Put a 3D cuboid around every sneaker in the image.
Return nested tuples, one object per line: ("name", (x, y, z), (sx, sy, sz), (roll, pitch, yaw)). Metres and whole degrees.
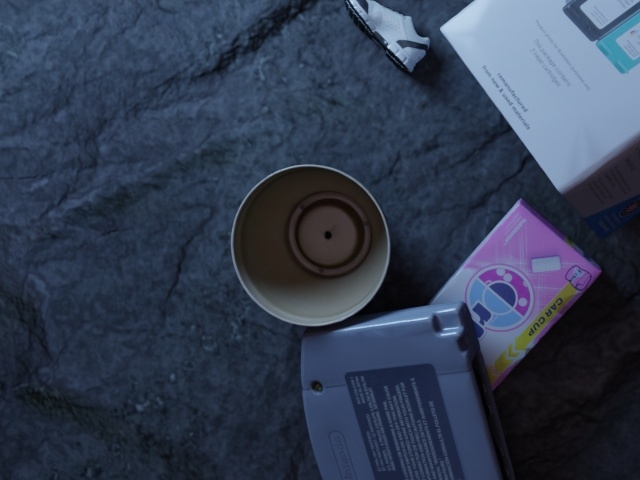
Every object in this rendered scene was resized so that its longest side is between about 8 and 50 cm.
("sneaker", (0.068, -0.224, 1.109), (0.044, 0.040, 0.109), (-44, 91, -3))

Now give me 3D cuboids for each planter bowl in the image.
("planter bowl", (0.000, 0.000, 1.110), (0.162, 0.109, 0.162), (1, 97, 12))

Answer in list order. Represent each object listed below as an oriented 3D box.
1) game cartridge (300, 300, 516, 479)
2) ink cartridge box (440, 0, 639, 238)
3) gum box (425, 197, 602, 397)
("game cartridge", (0.091, 0.212, 1.111), (0.198, 0.062, 0.297), (-8, 107, 28))
("ink cartridge box", (0.292, -0.172, 0.957), (0.270, 0.198, 0.197), (-37, 66, 13))
("gum box", (0.184, 0.063, 1.104), (0.107, 0.062, 0.188), (41, 103, 5))
